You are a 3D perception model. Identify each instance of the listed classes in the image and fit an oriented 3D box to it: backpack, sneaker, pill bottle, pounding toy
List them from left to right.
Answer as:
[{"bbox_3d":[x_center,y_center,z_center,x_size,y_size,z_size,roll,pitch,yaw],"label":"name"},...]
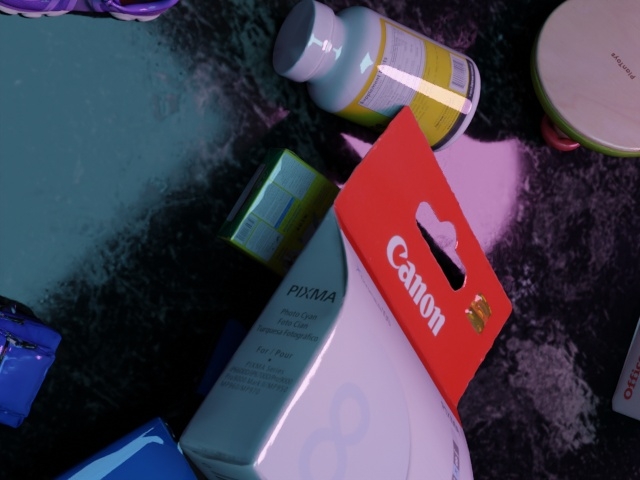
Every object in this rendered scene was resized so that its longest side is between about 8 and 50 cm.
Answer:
[{"bbox_3d":[-0.286,0.091,0.916,0.120,0.101,0.098,28,78,-26],"label":"backpack"},{"bbox_3d":[-0.198,-0.220,0.927,0.170,0.071,0.068,-3,99,-26],"label":"sneaker"},{"bbox_3d":[0.052,-0.158,1.045,0.184,0.103,0.103,19,89,-28],"label":"pill bottle"},{"bbox_3d":[0.287,-0.181,1.178,0.183,0.110,0.237,-8,72,-15],"label":"pounding toy"}]

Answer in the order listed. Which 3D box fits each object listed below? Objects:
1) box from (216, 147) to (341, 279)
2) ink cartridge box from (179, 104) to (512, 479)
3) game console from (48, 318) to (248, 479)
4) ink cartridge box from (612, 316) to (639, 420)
[{"bbox_3d":[0.000,0.000,1.079,0.179,0.043,0.105,35,81,-24],"label":"box"},{"bbox_3d":[0.075,0.119,0.989,0.385,0.091,0.308,-56,133,-27],"label":"ink cartridge box"},{"bbox_3d":[-0.111,0.264,1.016,0.173,0.250,0.293,-19,110,15],"label":"game console"},{"bbox_3d":[0.443,0.155,1.237,0.086,0.203,0.148,21,89,-30],"label":"ink cartridge box"}]
